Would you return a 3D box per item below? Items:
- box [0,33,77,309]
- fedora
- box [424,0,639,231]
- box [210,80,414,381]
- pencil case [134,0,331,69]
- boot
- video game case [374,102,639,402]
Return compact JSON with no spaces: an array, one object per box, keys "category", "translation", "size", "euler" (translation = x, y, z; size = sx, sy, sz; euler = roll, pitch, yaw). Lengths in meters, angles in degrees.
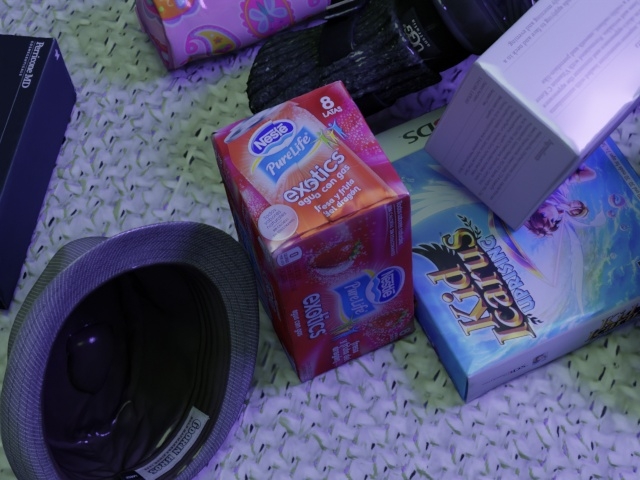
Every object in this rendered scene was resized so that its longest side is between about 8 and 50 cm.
[{"category":"box","translation":[-0.367,-0.076,1.259],"size":[0.184,0.103,0.261],"euler":[5,61,11]},{"category":"fedora","translation":[-0.178,0.094,1.084],"size":[0.243,0.276,0.124],"euler":[-18,31,-35]},{"category":"box","translation":[0.208,-0.131,1.121],"size":[0.119,0.182,0.181],"euler":[43,69,7]},{"category":"box","translation":[0.000,0.000,1.100],"size":[0.122,0.257,0.128],"euler":[-24,62,-8]},{"category":"pencil case","translation":[-0.056,-0.281,1.348],"size":[0.284,0.124,0.124],"euler":[-26,62,-11]},{"category":"boot","translation":[0.087,-0.212,1.284],"size":[0.260,0.348,0.131],"euler":[-30,94,30]},{"category":"video game case","translation":[0.180,-0.018,1.211],"size":[0.244,0.061,0.270],"euler":[-25,62,-9]}]
